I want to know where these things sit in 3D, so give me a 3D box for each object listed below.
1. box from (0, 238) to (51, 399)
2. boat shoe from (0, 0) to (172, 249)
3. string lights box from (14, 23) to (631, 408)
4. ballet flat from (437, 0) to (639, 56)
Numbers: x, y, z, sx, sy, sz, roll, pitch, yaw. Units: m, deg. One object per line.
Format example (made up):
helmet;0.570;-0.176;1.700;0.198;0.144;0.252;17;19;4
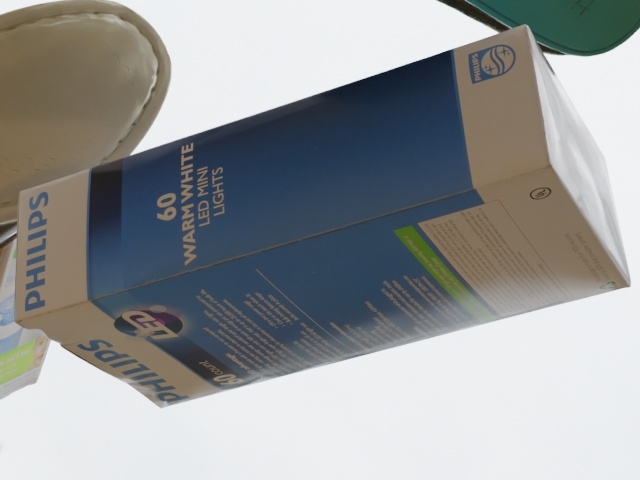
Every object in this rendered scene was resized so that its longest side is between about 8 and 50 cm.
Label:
box;-0.256;0.013;1.040;0.103;0.114;0.203;26;-72;15
boat shoe;-0.223;-0.026;0.779;0.116;0.324;0.097;51;-27;-7
string lights box;0.000;0.000;0.654;0.260;0.076;0.133;-16;-30;20
ballet flat;0.035;-0.194;0.686;0.348;0.123;0.123;19;-50;-38
